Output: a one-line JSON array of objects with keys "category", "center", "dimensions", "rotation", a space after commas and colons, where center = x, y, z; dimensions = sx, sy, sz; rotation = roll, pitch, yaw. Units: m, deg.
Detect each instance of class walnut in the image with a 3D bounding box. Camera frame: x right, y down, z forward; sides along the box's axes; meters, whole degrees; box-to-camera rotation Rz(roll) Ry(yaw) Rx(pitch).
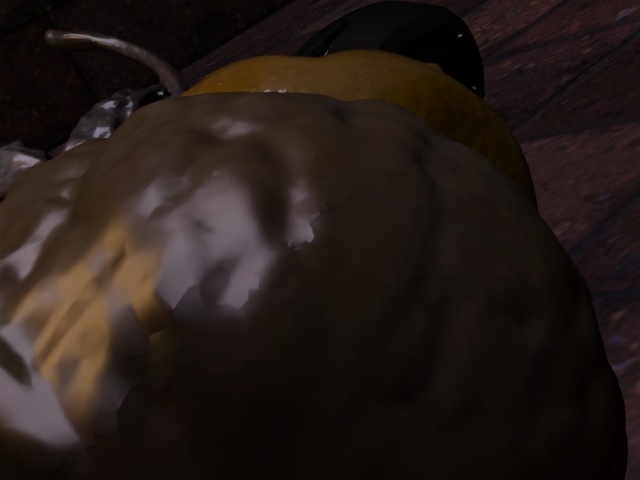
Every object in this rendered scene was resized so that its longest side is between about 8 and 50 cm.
[{"category": "walnut", "center": [-0.024, 0.072, 0.426], "dimensions": [0.248, 0.248, 0.248], "rotation": [-27, 14, 7]}]

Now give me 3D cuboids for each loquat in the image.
[{"category": "loquat", "center": [0.004, -0.004, 0.685], "dimensions": [0.213, 0.213, 0.213], "rotation": [-27, 14, 7]}]

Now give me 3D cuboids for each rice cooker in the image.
[{"category": "rice cooker", "center": [0.050, -0.120, 1.132], "dimensions": [0.118, 0.142, 0.203], "rotation": [7, 39, 46]}]

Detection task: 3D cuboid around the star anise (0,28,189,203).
[{"category": "star anise", "center": [-0.173, -0.006, 0.924], "dimensions": [0.359, 0.139, 0.316], "rotation": [28, 66, 36]}]
